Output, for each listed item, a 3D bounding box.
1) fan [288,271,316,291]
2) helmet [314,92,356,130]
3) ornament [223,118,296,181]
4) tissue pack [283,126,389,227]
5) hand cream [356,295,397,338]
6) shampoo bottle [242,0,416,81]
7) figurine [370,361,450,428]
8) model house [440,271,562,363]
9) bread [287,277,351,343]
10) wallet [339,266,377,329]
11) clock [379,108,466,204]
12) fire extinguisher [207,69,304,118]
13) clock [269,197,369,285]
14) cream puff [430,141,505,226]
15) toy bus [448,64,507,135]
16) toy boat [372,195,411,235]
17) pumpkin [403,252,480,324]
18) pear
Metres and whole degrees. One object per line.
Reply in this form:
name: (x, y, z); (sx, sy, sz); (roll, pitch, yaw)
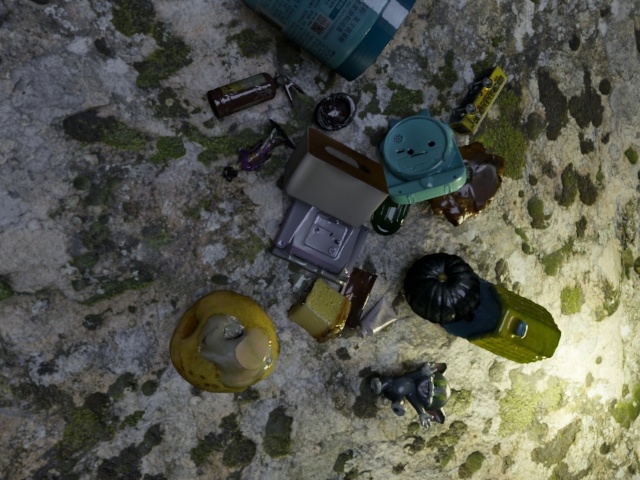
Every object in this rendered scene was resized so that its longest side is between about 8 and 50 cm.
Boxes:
fan: (-0.050, 0.114, 1.444); (0.083, 0.004, 0.055); (-18, 99, -17)
helmet: (0.034, -0.356, 1.407); (0.123, 0.070, 0.098); (-33, 110, -21)
ornament: (-0.177, -0.234, 1.336); (0.203, 0.088, 0.081); (-33, 126, -6)
tissue pack: (0.039, -0.166, 1.354); (0.246, 0.159, 0.136); (24, 124, -19)
hand cream: (0.165, 0.240, 1.511); (0.142, 0.053, 0.084); (-37, 106, -29)
shampoo bottle: (0.027, -0.631, 1.250); (0.343, 0.331, 0.331); (30, 84, -17)
figurine: (0.280, 0.465, 1.517); (0.265, 0.140, 0.193); (-2, 71, -7)
model house: (0.545, 0.247, 1.515); (0.237, 0.303, 0.215); (24, 92, -20)
bread: (0.003, 0.198, 1.426); (0.147, 0.127, 0.152); (43, 54, -10)
wallet: (0.096, 0.169, 1.487); (0.095, 0.026, 0.176); (21, 91, -19)
clock: (0.274, -0.249, 1.429); (0.224, 0.094, 0.274); (-16, 71, 12)
fire extinguisher: (-0.167, -0.385, 1.342); (0.252, 0.075, 0.106); (-25, 129, -17)
clock: (0.000, 0.000, 1.413); (0.253, 0.083, 0.186); (25, 85, -19)
cream puff: (0.433, -0.183, 1.514); (0.269, 0.155, 0.241); (-26, 101, -14)
toy bus: (0.483, -0.432, 1.558); (0.074, 0.081, 0.226); (37, 78, -23)
toy boat: (0.217, -0.115, 1.497); (0.104, 0.052, 0.210); (19, 88, -4)
pumpkin: (0.355, 0.139, 1.483); (0.221, 0.162, 0.220); (-4, 61, 7)
pear: (-0.237, 0.262, 1.279); (0.271, 0.271, 0.271); (-1, 94, -19)
